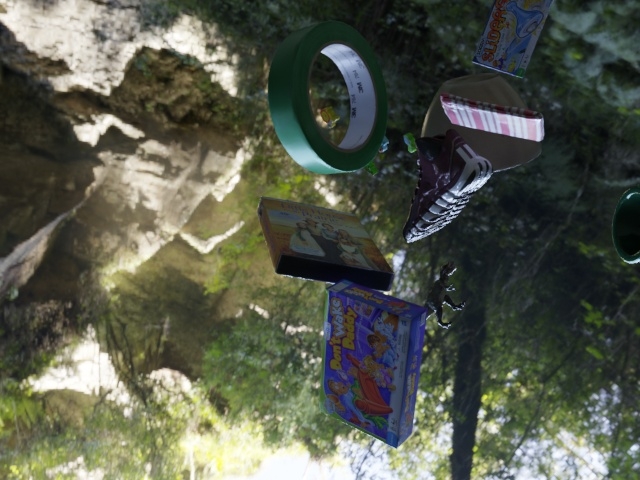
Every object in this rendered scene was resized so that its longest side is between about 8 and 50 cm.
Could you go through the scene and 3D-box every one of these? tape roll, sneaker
[{"bbox_3d":[0.024,-0.307,1.446,0.077,0.321,0.321,1,-159,41],"label":"tape roll"},{"bbox_3d":[0.230,-0.125,1.379,0.106,0.281,0.162,-18,-112,-37],"label":"sneaker"}]

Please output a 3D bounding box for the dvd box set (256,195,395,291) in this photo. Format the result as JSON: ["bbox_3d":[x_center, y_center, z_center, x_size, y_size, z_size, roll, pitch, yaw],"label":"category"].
[{"bbox_3d":[0.000,0.000,1.813,0.308,0.062,0.420,11,-160,-16],"label":"dvd box set"}]

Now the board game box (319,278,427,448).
[{"bbox_3d":[0.118,0.292,1.589,0.233,0.347,0.078,17,-154,33],"label":"board game box"}]

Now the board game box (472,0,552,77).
[{"bbox_3d":[0.484,-0.529,1.677,0.136,0.201,0.035,21,-162,12],"label":"board game box"}]

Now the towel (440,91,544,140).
[{"bbox_3d":[0.335,-0.242,1.287,0.197,0.029,0.144,16,179,19],"label":"towel"}]

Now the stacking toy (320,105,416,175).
[{"bbox_3d":[0.127,-0.282,1.708,0.167,0.052,0.221,-30,-103,-26],"label":"stacking toy"}]

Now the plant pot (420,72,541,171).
[{"bbox_3d":[0.363,-0.286,1.563,0.284,0.190,0.284,-11,-160,4],"label":"plant pot"}]

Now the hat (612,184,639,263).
[{"bbox_3d":[0.795,-0.018,1.504,0.184,0.173,0.208,6,-124,-6],"label":"hat"}]

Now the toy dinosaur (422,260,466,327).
[{"bbox_3d":[0.360,0.196,2.002,0.118,0.268,0.064,33,-175,17],"label":"toy dinosaur"}]
